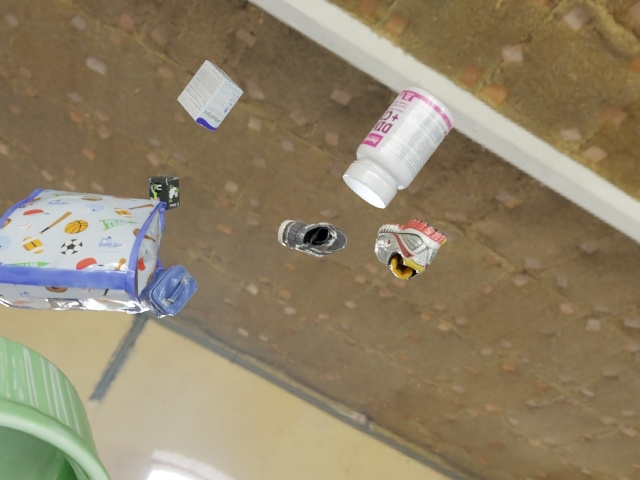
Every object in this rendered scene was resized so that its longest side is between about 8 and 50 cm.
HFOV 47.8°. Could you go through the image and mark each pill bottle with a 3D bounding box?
[{"bbox_3d":[0.193,-0.231,1.818,0.160,0.283,0.160,36,-8,6],"label":"pill bottle"}]

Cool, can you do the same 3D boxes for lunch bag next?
[{"bbox_3d":[-0.283,0.096,1.346,0.065,0.098,0.067,-15,-58,47],"label":"lunch bag"},{"bbox_3d":[-0.536,0.036,1.613,0.327,0.385,0.239,3,-76,-5],"label":"lunch bag"}]

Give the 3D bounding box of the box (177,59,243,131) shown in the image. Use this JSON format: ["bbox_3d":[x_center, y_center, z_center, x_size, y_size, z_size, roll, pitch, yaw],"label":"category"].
[{"bbox_3d":[-0.293,-0.383,1.915,0.072,0.137,0.126,28,16,-48],"label":"box"}]

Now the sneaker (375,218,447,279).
[{"bbox_3d":[0.144,0.022,1.317,0.088,0.093,0.225,31,-12,-7],"label":"sneaker"}]

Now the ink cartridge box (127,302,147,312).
[{"bbox_3d":[-0.519,0.123,2.093,0.092,0.159,0.218,-10,-4,-25],"label":"ink cartridge box"}]

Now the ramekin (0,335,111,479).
[{"bbox_3d":[-0.333,0.222,0.615,0.303,0.303,0.148,50,0,-34],"label":"ramekin"}]

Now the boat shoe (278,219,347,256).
[{"bbox_3d":[0.000,0.000,1.498,0.065,0.075,0.206,15,3,38],"label":"boat shoe"}]

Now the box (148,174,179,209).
[{"bbox_3d":[-0.399,-0.123,1.845,0.062,0.052,0.083,4,-79,23],"label":"box"}]
